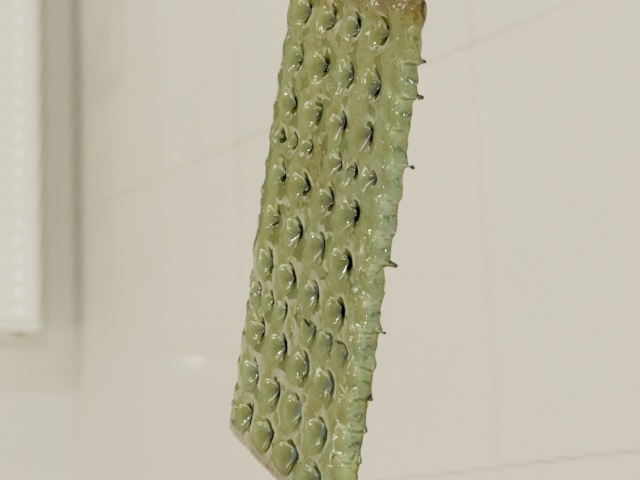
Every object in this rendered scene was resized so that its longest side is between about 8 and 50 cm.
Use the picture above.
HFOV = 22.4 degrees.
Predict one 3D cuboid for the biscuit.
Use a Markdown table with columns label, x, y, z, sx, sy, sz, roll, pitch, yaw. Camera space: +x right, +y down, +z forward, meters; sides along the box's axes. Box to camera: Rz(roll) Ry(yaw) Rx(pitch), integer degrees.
| label | x | y | z | sx | sy | sz | roll | pitch | yaw |
| --- | --- | --- | --- | --- | --- | --- | --- | --- | --- |
| biscuit | 0.000 | 0.000 | 0.718 | 0.139 | 0.016 | 0.231 | -148 | 65 | -63 |
